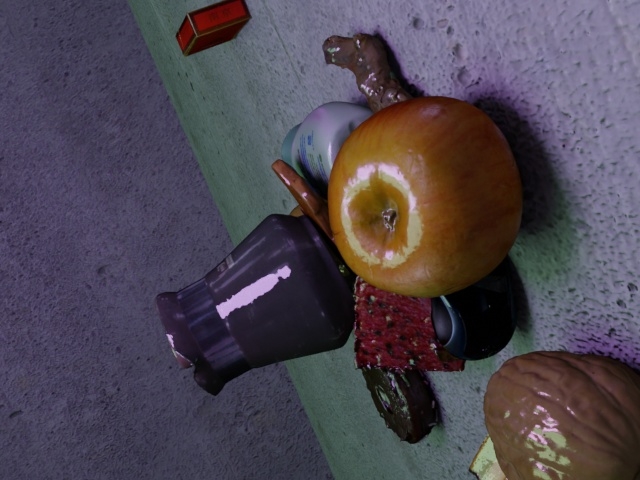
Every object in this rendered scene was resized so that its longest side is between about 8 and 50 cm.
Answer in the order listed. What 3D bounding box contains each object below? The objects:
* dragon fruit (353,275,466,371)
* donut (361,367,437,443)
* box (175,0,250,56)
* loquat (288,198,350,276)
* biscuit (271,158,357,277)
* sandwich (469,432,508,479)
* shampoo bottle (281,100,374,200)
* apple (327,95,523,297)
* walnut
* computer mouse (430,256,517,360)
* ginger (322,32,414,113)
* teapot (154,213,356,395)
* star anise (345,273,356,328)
[{"bbox_3d":[0.138,0.111,1.346,0.302,0.240,0.330,15,138,46],"label":"dragon fruit"},{"bbox_3d":[0.195,0.379,1.793,0.270,0.103,0.270,59,163,31],"label":"donut"},{"bbox_3d":[-0.285,-0.558,1.876,0.074,0.153,0.240,64,165,-10],"label":"box"},{"bbox_3d":[-0.003,-0.002,1.701,0.213,0.213,0.213,56,162,30],"label":"loquat"},{"bbox_3d":[0.013,-0.035,1.436,0.324,0.049,0.205,56,174,-38],"label":"biscuit"},{"bbox_3d":[0.333,0.334,1.206,0.117,0.144,0.187,43,153,48],"label":"sandwich"},{"bbox_3d":[0.027,-0.169,1.442,0.222,0.151,0.349,62,165,-18],"label":"shampoo bottle"},{"bbox_3d":[0.139,-0.057,1.003,0.286,0.233,0.286,9,106,33],"label":"apple"},{"bbox_3d":[0.337,0.253,0.969,0.261,0.225,0.225,30,141,62],"label":"walnut"},{"bbox_3d":[0.240,0.086,1.147,0.096,0.137,0.233,-166,54,-75],"label":"computer mouse"},{"bbox_3d":[0.102,-0.267,1.218,0.290,0.084,0.122,52,-178,28],"label":"ginger"},{"bbox_3d":[-0.140,0.129,1.484,0.306,0.361,0.376,64,174,-12],"label":"teapot"},{"bbox_3d":[0.066,0.145,1.874,0.257,0.110,0.199,115,144,-61],"label":"star anise"}]
